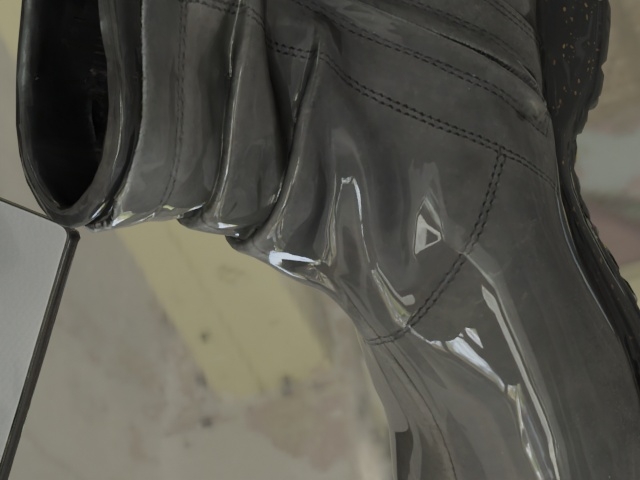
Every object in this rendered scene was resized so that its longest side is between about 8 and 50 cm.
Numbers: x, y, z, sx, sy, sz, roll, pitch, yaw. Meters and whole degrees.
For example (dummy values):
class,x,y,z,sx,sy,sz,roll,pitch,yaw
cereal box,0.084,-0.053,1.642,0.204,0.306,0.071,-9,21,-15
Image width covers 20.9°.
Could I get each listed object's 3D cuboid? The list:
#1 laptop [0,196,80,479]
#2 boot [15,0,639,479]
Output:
class,x,y,z,sx,sy,sz,roll,pitch,yaw
laptop,-0.441,0.104,1.230,0.236,0.408,0.382,8,-79,-59
boot,0.000,0.000,0.568,0.222,0.118,0.338,7,-110,-44
